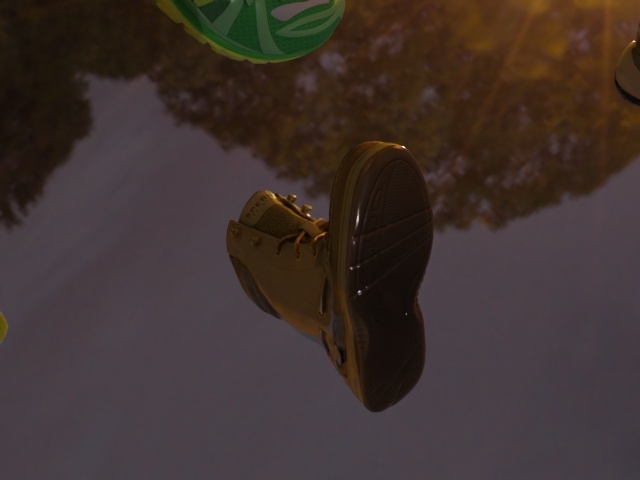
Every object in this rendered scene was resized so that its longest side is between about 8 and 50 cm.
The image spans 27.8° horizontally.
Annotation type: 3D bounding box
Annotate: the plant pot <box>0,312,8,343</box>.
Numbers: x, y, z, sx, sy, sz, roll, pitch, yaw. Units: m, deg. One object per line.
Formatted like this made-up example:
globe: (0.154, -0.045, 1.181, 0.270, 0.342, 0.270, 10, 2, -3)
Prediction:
plant pot: (-0.350, 0.050, 0.694, 0.227, 0.207, 0.228, -2, -140, 29)

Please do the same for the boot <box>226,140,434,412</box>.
boot: (0.000, 0.000, 0.904, 0.077, 0.213, 0.165, -27, -136, -27)

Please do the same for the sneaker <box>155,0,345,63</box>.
sneaker: (-0.070, -0.220, 0.944, 0.123, 0.295, 0.109, -14, -116, 36)

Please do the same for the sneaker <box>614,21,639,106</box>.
sneaker: (0.261, -0.105, 0.638, 0.086, 0.229, 0.132, -12, 119, -52)
